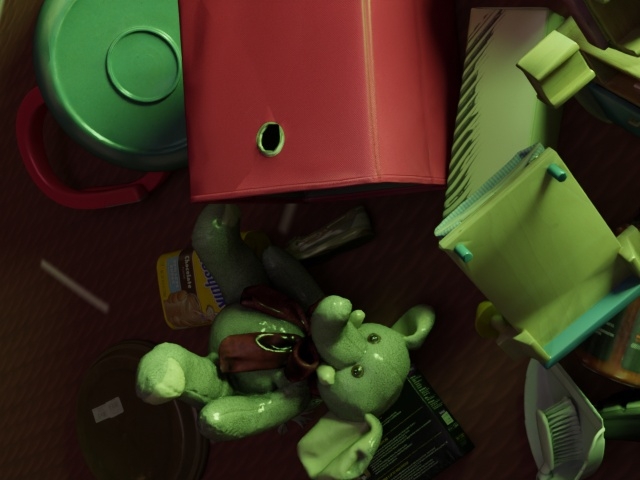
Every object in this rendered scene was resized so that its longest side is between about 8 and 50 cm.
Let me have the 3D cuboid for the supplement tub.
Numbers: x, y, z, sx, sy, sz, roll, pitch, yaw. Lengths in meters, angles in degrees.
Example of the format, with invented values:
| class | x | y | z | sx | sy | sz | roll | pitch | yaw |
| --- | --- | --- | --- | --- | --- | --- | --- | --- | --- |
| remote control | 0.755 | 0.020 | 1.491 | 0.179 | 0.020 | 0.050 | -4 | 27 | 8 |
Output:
| class | x | y | z | sx | sy | sz | roll | pitch | yaw |
| --- | --- | --- | --- | --- | --- | --- | --- | --- | --- |
| supplement tub | 0.348 | 0.052 | 0.839 | 0.106 | 0.106 | 0.198 | 21 | 103 | 28 |

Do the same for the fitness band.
| class | x | y | z | sx | sy | sz | roll | pitch | yaw |
| --- | --- | --- | --- | --- | --- | --- | --- | --- | --- |
| fitness band | -0.352 | -0.156 | 1.234 | 0.290 | 0.054 | 0.209 | -5 | 108 | 29 |

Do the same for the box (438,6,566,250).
| class | x | y | z | sx | sy | sz | roll | pitch | yaw |
| --- | --- | --- | --- | --- | --- | --- | --- | --- | --- |
| box | 0.213 | -0.118 | 0.907 | 0.094 | 0.113 | 0.275 | 10 | 97 | 31 |

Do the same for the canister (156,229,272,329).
| class | x | y | z | sx | sy | sz | roll | pitch | yaw |
| --- | --- | --- | --- | --- | --- | --- | --- | --- | --- |
| canister | -0.151 | 0.062 | 1.151 | 0.169 | 0.073 | 0.126 | -12 | 86 | 32 |

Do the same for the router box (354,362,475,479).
| class | x | y | z | sx | sy | sz | roll | pitch | yaw |
| --- | --- | --- | --- | --- | --- | --- | --- | --- | --- |
| router box | 0.091 | 0.266 | 1.036 | 0.179 | 0.046 | 0.133 | -44 | 71 | 24 |

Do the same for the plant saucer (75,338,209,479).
| class | x | y | z | sx | sy | sz | roll | pitch | yaw |
| --- | --- | --- | --- | --- | --- | --- | --- | --- | --- |
| plant saucer | -0.297 | 0.299 | 1.270 | 0.277 | 0.041 | 0.278 | 2 | 94 | 31 |

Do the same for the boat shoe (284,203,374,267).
| class | x | y | z | sx | sy | sz | roll | pitch | yaw |
| --- | --- | --- | --- | --- | --- | --- | --- | --- | --- |
| boat shoe | 0.000 | 0.000 | 1.072 | 0.153 | 0.056 | 0.048 | -23 | 72 | 28 |

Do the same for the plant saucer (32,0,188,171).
| class | x | y | z | sx | sy | sz | roll | pitch | yaw |
| --- | --- | --- | --- | --- | --- | --- | --- | --- | --- |
| plant saucer | -0.242 | -0.244 | 1.098 | 0.317 | 0.044 | 0.318 | -1 | 110 | -3 |

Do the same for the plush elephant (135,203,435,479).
| class | x | y | z | sx | sy | sz | roll | pitch | yaw |
| --- | --- | --- | --- | --- | --- | --- | --- | --- | --- |
| plush elephant | -0.013 | 0.137 | 0.955 | 0.255 | 0.330 | 0.272 | -7 | 45 | 33 |

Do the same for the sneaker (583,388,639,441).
| class | x | y | z | sx | sy | sz | roll | pitch | yaw |
| --- | --- | --- | --- | --- | --- | --- | --- | --- | --- |
| sneaker | 0.410 | 0.203 | 0.816 | 0.267 | 0.101 | 0.106 | -8 | 91 | 31 |

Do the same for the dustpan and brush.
| class | x | y | z | sx | sy | sz | roll | pitch | yaw |
| --- | --- | --- | --- | --- | --- | --- | --- | --- | --- |
| dustpan and brush | 0.267 | 0.249 | 0.911 | 0.060 | 0.147 | 0.211 | -16 | 120 | -5 |

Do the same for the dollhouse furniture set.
| class | x | y | z | sx | sy | sz | roll | pitch | yaw |
| --- | --- | --- | --- | --- | --- | --- | --- | --- | --- |
| dollhouse furniture set | 0.197 | -0.080 | 0.765 | 0.303 | 0.286 | 0.198 | -43 | 32 | 8 |

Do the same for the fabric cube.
| class | x | y | z | sx | sy | sz | roll | pitch | yaw |
| --- | --- | --- | --- | --- | --- | --- | --- | --- | --- |
| fabric cube | 0.009 | -0.180 | 0.936 | 0.254 | 0.259 | 0.258 | -3 | 91 | 31 |
